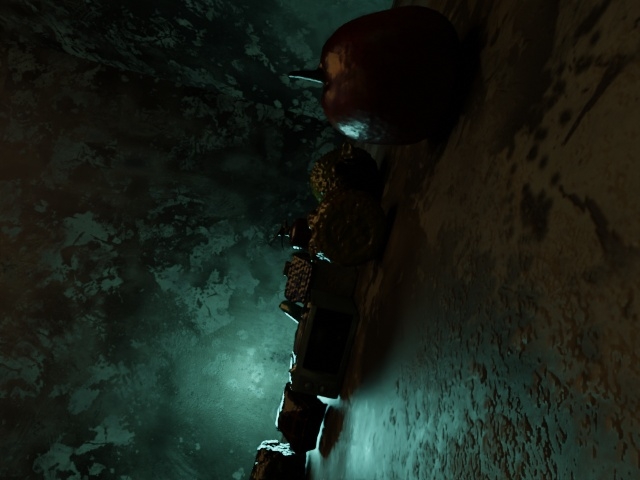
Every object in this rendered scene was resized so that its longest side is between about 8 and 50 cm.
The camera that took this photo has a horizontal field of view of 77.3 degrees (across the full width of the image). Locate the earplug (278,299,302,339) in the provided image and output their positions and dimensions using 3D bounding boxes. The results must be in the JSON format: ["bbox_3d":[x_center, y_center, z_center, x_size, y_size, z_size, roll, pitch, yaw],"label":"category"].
[{"bbox_3d":[-0.055,0.368,1.633,0.280,0.257,0.164,-66,34,37],"label":"earplug"}]

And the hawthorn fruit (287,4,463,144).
[{"bbox_3d":[0.114,-0.345,0.860,0.285,0.369,0.284,175,90,-80],"label":"hawthorn fruit"}]

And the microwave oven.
[{"bbox_3d":[0.001,0.346,1.377,0.237,0.181,0.295,-110,33,-82],"label":"microwave oven"}]

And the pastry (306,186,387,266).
[{"bbox_3d":[0.078,-0.037,1.175,0.132,0.235,0.240,-106,14,-76],"label":"pastry"}]

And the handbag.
[{"bbox_3d":[-0.071,0.655,1.487,0.169,0.155,0.215,22,103,46],"label":"handbag"}]

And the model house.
[{"bbox_3d":[-0.011,0.144,1.616,0.298,0.284,0.243,-92,21,-77],"label":"model house"}]

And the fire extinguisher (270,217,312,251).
[{"bbox_3d":[0.000,0.000,1.402,0.114,0.337,0.135,-80,3,-72],"label":"fire extinguisher"}]

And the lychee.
[{"bbox_3d":[0.093,-0.220,1.483,0.320,0.270,0.270,31,-113,-53],"label":"lychee"}]

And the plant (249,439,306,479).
[{"bbox_3d":[-0.178,0.979,1.583,0.213,0.215,0.312,131,150,-76],"label":"plant"}]
